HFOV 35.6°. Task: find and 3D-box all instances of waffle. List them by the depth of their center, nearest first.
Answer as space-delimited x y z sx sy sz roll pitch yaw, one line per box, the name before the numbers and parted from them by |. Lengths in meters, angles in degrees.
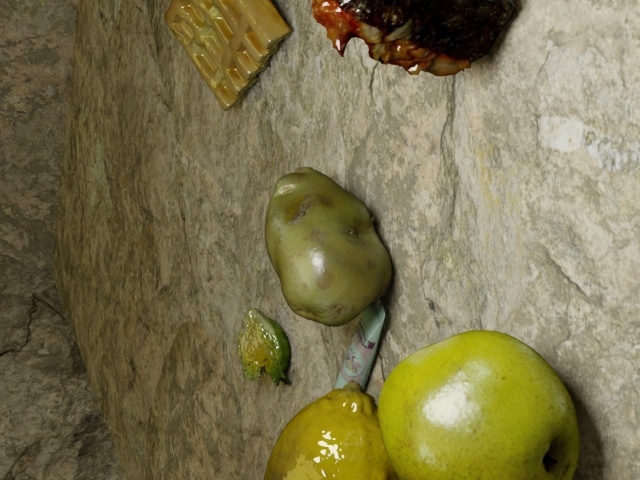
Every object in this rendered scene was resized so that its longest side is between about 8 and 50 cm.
waffle | -0.223 -0.492 2.250 0.304 0.077 0.348 55 148 7

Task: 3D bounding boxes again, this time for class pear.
pear | 0.229 0.271 1.410 0.294 0.294 0.294 15 107 61

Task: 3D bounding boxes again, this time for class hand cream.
hand cream | 0.073 0.249 1.940 0.085 0.058 0.331 -105 30 -55

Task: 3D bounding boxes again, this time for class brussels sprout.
brussels sprout | -0.123 0.243 2.264 0.139 0.100 0.181 -18 76 51

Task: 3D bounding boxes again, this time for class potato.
potato | 0.001 0.002 1.861 0.202 0.218 0.351 115 143 -46

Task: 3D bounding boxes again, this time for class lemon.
lemon | 0.032 0.438 1.814 0.316 0.285 0.285 -53 25 -13

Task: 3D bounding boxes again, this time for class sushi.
sushi | 0.133 -0.357 1.465 0.182 0.343 0.196 -48 51 29
